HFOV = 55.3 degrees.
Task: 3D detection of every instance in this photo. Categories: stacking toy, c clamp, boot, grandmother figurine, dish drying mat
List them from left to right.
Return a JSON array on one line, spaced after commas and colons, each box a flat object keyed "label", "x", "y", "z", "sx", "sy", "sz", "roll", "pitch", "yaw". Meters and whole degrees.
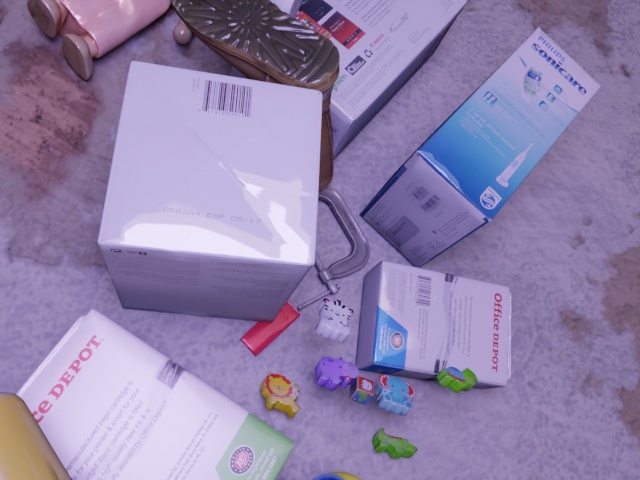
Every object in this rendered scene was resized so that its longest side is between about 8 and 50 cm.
[{"label": "grandmother figurine", "x": -0.248, "y": -0.386, "z": 0.892, "sx": 0.342, "sy": 0.104, "sz": 0.208, "roll": -43, "pitch": 114, "yaw": -27}, {"label": "boot", "x": -0.078, "y": -0.189, "z": 0.776, "sx": 0.236, "sy": 0.269, "sz": 0.089, "roll": 41, "pitch": 75, "yaw": 11}, {"label": "dish drying mat", "x": -0.066, "y": 0.115, "z": 0.812, "sx": 0.032, "sy": 0.008, "sz": 0.083, "roll": 47, "pitch": 65, "yaw": 4}, {"label": "c clamp", "x": 0.000, "y": 0.000, "z": 0.863, "sx": 0.137, "sy": 0.022, "sz": 0.161, "roll": -20, "pitch": 78, "yaw": -22}, {"label": "stacking toy", "x": 0.056, "y": 0.175, "z": 0.748, "sx": 0.221, "sy": 0.167, "sz": 0.052, "roll": 24, "pitch": 34, "yaw": -10}]

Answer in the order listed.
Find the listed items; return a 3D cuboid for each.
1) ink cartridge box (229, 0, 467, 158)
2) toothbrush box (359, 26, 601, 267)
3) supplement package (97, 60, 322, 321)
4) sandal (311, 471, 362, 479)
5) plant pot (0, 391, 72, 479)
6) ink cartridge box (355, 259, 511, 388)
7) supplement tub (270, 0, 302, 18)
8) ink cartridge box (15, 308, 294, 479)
[{"label": "ink cartridge box", "x": 0.017, "y": -0.323, "z": 0.922, "sx": 0.272, "sy": 0.130, "sz": 0.309, "roll": 41, "pitch": 65, "yaw": 3}, {"label": "toothbrush box", "x": 0.220, "y": -0.124, "z": 0.865, "sx": 0.126, "sy": 0.216, "sz": 0.295, "roll": 45, "pitch": 67, "yaw": 2}, {"label": "supplement package", "x": -0.124, "y": -0.035, "z": 0.704, "sx": 0.199, "sy": 0.263, "sz": 0.198, "roll": 7, "pitch": 70, "yaw": -11}, {"label": "sandal", "x": -0.045, "y": 0.387, "z": 0.640, "sx": 0.126, "sy": 0.138, "sz": 0.317, "roll": 0, "pitch": 56, "yaw": 31}, {"label": "plant pot", "x": -0.283, "y": 0.262, "z": 0.475, "sx": 0.254, "sy": 0.254, "sz": 0.239, "roll": -20, "pitch": 73, "yaw": -21}, {"label": "ink cartridge box", "x": 0.154, "y": 0.119, "z": 0.834, "sx": 0.190, "sy": 0.082, "sz": 0.140, "roll": 12, "pitch": 69, "yaw": -13}, {"label": "supplement tub", "x": -0.078, "y": -0.330, "z": 0.793, "sx": 0.107, "sy": 0.071, "sz": 0.071, "roll": 24, "pitch": 66, "yaw": -1}, {"label": "ink cartridge box", "x": -0.200, "y": 0.237, "z": 0.672, "sx": 0.273, "sy": 0.115, "sz": 0.198, "roll": 35, "pitch": 66, "yaw": -2}]
